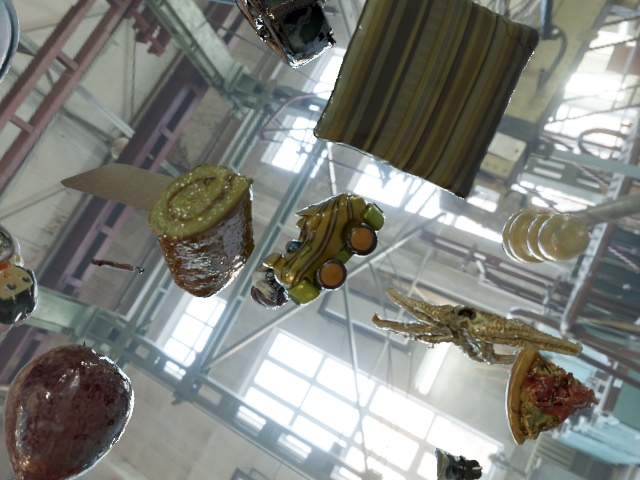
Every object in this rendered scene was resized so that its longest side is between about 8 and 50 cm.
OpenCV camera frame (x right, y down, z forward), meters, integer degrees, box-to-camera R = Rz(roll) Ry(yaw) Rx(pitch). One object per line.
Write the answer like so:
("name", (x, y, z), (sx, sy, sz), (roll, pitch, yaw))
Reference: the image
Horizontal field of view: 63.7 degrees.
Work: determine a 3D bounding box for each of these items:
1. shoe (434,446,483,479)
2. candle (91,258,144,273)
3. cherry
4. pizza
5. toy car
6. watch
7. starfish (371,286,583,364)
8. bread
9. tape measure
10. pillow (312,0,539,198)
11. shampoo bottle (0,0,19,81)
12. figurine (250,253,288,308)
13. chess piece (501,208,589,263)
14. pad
("shoe", (0.304, 0.497, 1.123), (0.169, 0.099, 0.071), (61, -151, -52))
("candle", (-0.557, 0.073, 1.434), (0.167, 0.026, 0.021), (20, -119, -56))
("cherry", (-0.491, 0.335, 1.005), (0.230, 0.203, 0.300), (53, -154, -34))
("pizza", (0.460, 0.299, 1.008), (0.053, 0.193, 0.201), (-148, 53, -82))
("toy car", (0.000, 0.000, 0.993), (0.248, 0.142, 0.200), (-48, 10, -10))
("watch", (-0.655, 0.090, 0.911), (0.231, 0.244, 0.196), (-36, 15, 12))
("starfish", (0.188, 0.124, 0.659), (0.138, 0.247, 0.050), (88, -158, -64))
("bread", (-0.154, -0.010, 0.690), (0.132, 0.103, 0.172), (-49, -15, -27))
("tape measure", (-0.063, -0.423, 0.941), (0.135, 0.223, 0.202), (-34, -64, 1))
("pillow", (0.121, -0.179, 0.592), (0.052, 0.212, 0.208), (-120, 51, -71))
("shampoo bottle", (-0.695, -0.370, 0.728), (0.331, 0.343, 0.331), (-46, -1, -1))
("figurine", (-0.154, 0.148, 1.598), (0.145, 0.145, 0.222), (-59, -18, -18))
("chess piece", (0.527, -0.004, 1.191), (0.261, 0.143, 0.142), (-61, -9, -87))
("pad", (-0.348, -0.103, 1.011), (0.176, 0.266, 0.002), (-49, -28, -61))
